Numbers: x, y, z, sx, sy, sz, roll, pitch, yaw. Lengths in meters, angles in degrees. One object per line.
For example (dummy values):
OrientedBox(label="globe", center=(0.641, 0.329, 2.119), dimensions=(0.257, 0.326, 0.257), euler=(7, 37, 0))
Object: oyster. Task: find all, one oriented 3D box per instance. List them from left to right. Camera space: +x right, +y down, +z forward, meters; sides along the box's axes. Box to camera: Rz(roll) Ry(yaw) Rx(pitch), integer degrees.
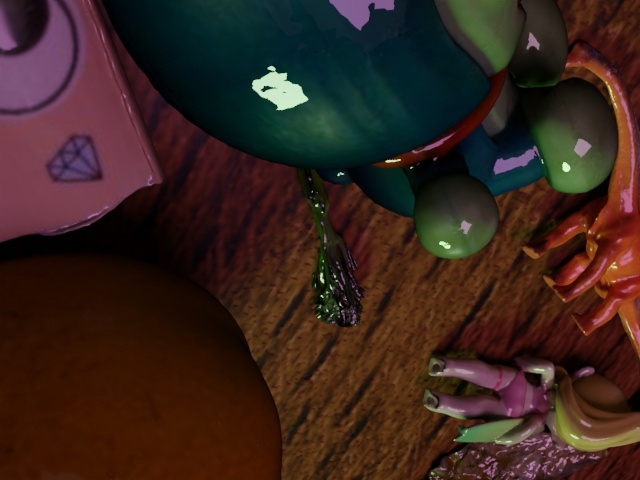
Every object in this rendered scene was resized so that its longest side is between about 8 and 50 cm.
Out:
OrientedBox(label="oyster", center=(0.156, 0.204, 0.826), dimensions=(0.146, 0.045, 0.122), euler=(-3, 139, -18))

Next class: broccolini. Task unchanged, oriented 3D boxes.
OrientedBox(label="broccolini", center=(0.000, 0.000, 0.629), dimensions=(0.035, 0.030, 0.140), euler=(1, 128, 25))

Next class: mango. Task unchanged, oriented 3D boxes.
OrientedBox(label="mango", center=(-0.197, 0.148, 0.540), dimensions=(0.378, 0.221, 0.264), euler=(-20, 146, 7))

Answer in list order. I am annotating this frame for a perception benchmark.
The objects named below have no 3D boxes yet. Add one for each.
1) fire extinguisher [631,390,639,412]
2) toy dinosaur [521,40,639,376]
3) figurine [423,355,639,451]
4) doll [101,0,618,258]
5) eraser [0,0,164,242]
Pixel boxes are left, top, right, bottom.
OrientedBox(label="fire extinguisher", center=(0.341, 0.181, 0.867), dimensions=(0.177, 0.050, 0.062), euler=(37, 68, -37))
OrientedBox(label="toy dinosaur", center=(0.194, -0.004, 0.677), dimensions=(0.101, 0.055, 0.279), euler=(-34, 128, -6))
OrientedBox(label="figurine", center=(0.169, 0.129, 0.749), dimensions=(0.187, 0.083, 0.083), euler=(16, 118, -20))
OrientedBox(label="doll", center=(0.018, -0.111, 0.446), dimensions=(0.186, 0.198, 0.322), euler=(-26, 140, 16))
OrientedBox(label="eraser", center=(-0.196, -0.123, 0.425), dimensions=(0.171, 0.087, 0.290), euler=(-21, 129, -6))
